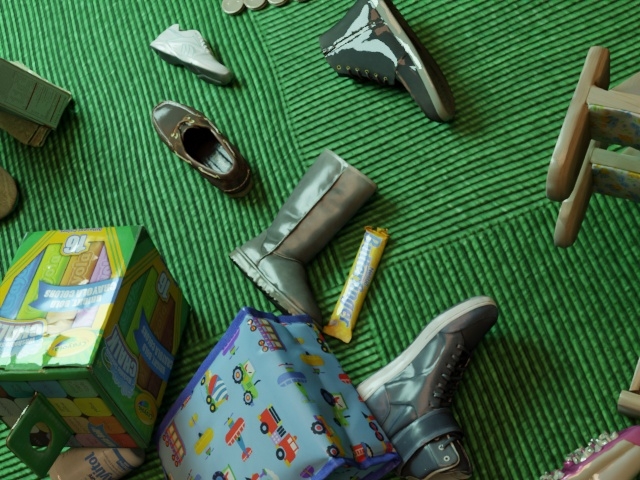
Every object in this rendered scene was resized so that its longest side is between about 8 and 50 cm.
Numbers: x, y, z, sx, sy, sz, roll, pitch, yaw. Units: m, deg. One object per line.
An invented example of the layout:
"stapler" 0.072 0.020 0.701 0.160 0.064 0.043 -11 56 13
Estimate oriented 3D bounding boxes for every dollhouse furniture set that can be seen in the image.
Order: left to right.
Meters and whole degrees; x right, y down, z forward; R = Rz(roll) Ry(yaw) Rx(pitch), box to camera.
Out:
"dollhouse furniture set" 0.412 0.043 0.937 0.362 0.394 0.256 16 76 22

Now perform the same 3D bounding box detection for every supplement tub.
"supplement tub" -0.289 0.286 1.236 0.107 0.071 0.071 -34 64 2

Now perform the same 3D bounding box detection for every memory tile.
"memory tile" -0.081 -0.406 1.471 0.148 0.012 0.113 -7 68 15

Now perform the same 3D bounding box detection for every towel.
"towel" -0.469 -0.216 1.507 0.148 0.027 0.110 30 82 23

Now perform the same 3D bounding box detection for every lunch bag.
"lunch bag" -0.090 0.260 1.137 0.293 0.138 0.221 -46 58 21

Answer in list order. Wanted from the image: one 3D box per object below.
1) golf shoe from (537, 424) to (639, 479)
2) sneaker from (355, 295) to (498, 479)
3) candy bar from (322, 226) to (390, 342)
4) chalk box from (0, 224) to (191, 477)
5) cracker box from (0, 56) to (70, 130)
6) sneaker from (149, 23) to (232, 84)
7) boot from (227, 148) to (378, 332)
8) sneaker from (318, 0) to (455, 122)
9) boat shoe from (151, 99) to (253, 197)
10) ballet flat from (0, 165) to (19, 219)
"golf shoe" 0.265 0.333 1.040 0.306 0.115 0.140 -44 74 4
"sneaker" 0.156 0.186 1.123 0.226 0.086 0.163 -43 55 7
"candy bar" 0.049 0.055 1.251 0.040 0.018 0.161 17 76 22
"chalk box" -0.303 0.146 1.185 0.179 0.180 0.289 -3 49 16
"cracker box" -0.497 -0.240 1.378 0.156 0.232 0.067 21 87 21
"sneaker" -0.188 -0.284 1.434 0.152 0.053 0.061 31 78 25
"boot" 0.000 0.000 1.266 0.208 0.076 0.189 -41 66 -9
"sneaker" 0.093 -0.232 1.327 0.118 0.083 0.222 -37 70 22
"boat shoe" -0.176 -0.144 1.366 0.207 0.073 0.073 39 85 27
"ballet flat" -0.622 -0.125 1.464 0.342 0.124 0.116 27 80 24
